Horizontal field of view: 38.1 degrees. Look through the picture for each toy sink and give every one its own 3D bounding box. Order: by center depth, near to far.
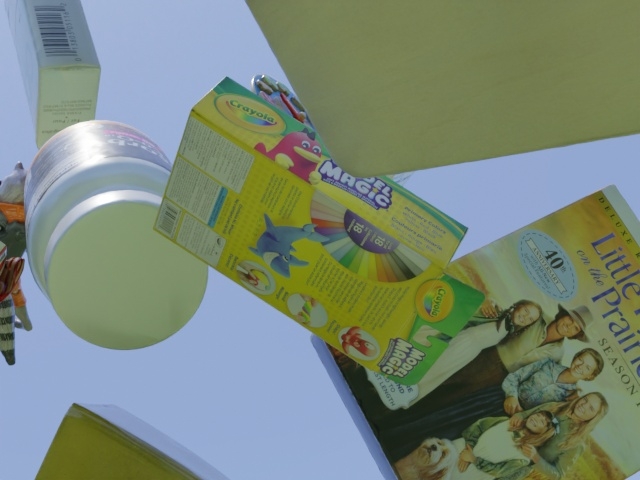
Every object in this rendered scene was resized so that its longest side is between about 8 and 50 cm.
[{"bbox_3d":[0.097,-0.136,0.406,0.234,0.131,0.153,-8,-59,41],"label":"toy sink"}]

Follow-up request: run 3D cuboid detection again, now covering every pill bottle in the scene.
[{"bbox_3d":[-0.195,-0.012,0.874,0.162,0.278,0.162,-6,-70,-17],"label":"pill bottle"}]

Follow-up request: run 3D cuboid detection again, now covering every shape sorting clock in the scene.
[{"bbox_3d":[-0.041,-0.197,1.547,0.040,0.206,0.206,-40,-43,25],"label":"shape sorting clock"}]

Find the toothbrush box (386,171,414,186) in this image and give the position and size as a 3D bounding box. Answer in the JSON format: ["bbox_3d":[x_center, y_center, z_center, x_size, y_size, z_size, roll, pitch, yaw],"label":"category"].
[{"bbox_3d":[0.026,-0.114,1.847,0.283,0.206,0.122,-51,-14,31],"label":"toothbrush box"}]

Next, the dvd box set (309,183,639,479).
[{"bbox_3d":[0.243,0.148,1.056,0.420,0.307,0.062,-24,-15,-16],"label":"dvd box set"}]

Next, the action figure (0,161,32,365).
[{"bbox_3d":[-0.511,0.028,1.589,0.341,0.178,0.330,-5,-59,-44],"label":"action figure"}]

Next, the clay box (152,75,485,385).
[{"bbox_3d":[0.000,0.000,0.636,0.222,0.053,0.127,32,-43,3],"label":"clay box"}]

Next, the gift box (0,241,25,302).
[{"bbox_3d":[-0.568,0.059,1.225,0.258,0.276,0.255,37,-103,-12],"label":"gift box"}]

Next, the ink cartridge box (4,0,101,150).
[{"bbox_3d":[-0.430,-0.223,1.431,0.091,0.308,0.385,-5,-38,-27],"label":"ink cartridge box"}]

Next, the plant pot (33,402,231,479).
[{"bbox_3d":[-0.145,0.269,0.759,0.187,0.212,0.212,23,-11,1],"label":"plant pot"}]
